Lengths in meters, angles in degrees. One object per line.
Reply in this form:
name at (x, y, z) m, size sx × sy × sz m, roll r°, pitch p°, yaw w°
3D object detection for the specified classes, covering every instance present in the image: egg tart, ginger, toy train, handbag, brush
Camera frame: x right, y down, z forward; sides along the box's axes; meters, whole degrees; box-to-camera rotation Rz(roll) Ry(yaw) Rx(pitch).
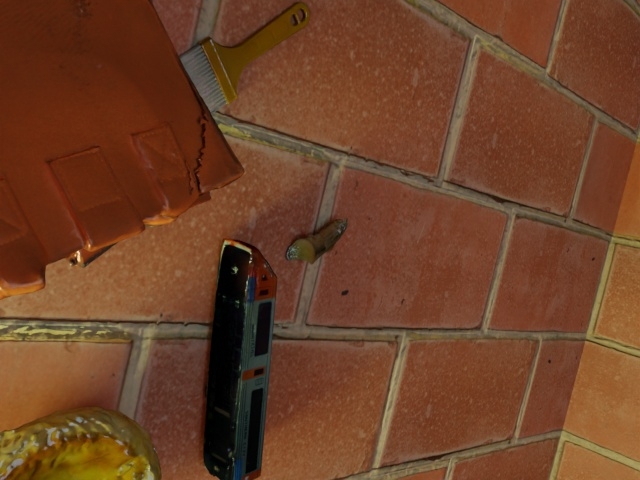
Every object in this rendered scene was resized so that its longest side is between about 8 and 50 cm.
egg tart at (-0.370, 0.358, 0.900) m, size 0.319 × 0.128 × 0.319 m, roll -12°, pitch 108°, yaw -42°
ginger at (0.000, 0.005, 1.226) m, size 0.137 × 0.044 × 0.057 m, roll -32°, pitch 105°, yaw -37°
toy train at (-0.130, 0.199, 1.121) m, size 0.089 × 0.086 × 0.409 m, roll -4°, pitch 104°, yaw -45°
handbag at (-0.299, -0.115, 0.724) m, size 0.410 × 0.116 × 0.303 m, roll -32°, pitch 97°, yaw -47°
brush at (-0.107, -0.298, 1.050) m, size 0.272 × 0.013 × 0.103 m, roll -43°, pitch 129°, yaw -29°
